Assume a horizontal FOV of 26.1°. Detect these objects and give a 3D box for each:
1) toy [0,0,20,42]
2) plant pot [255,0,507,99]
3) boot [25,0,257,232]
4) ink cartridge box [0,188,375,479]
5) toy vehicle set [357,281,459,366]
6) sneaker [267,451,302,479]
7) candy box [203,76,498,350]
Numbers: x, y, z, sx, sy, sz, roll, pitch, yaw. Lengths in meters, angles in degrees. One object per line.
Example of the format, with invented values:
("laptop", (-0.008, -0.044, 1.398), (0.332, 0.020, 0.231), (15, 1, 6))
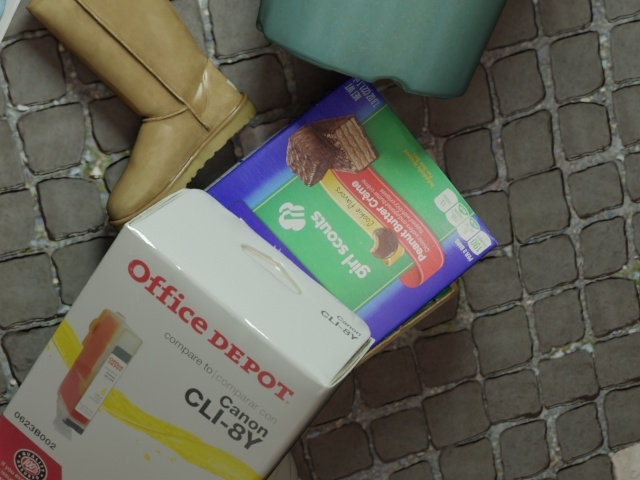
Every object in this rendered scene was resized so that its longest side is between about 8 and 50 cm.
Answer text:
("toy", (-0.396, -0.287, 1.521), (0.137, 0.056, 0.237), (25, 95, -19))
("plant pot", (0.095, -0.353, 1.524), (0.341, 0.341, 0.334), (12, 108, -19))
("boot", (-0.236, -0.179, 1.583), (0.236, 0.089, 0.269), (-47, 111, -13))
("ink cartridge box", (-0.168, 0.177, 1.526), (0.279, 0.160, 0.385), (38, 115, 5))
("toy vehicle set", (0.027, 0.073, 1.743), (0.267, 0.035, 0.166), (-36, 110, -6))
("sneaker", (-0.151, 0.312, 1.727), (0.262, 0.099, 0.121), (-19, 100, -19))
("candy box", (0.000, 0.000, 1.638), (0.317, 0.122, 0.268), (-39, 92, -4))
